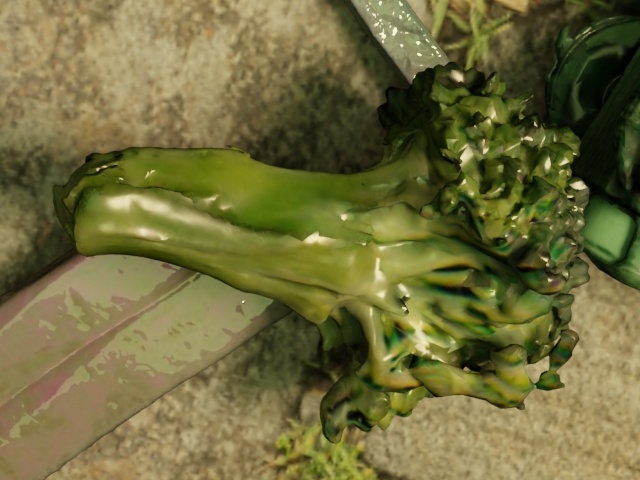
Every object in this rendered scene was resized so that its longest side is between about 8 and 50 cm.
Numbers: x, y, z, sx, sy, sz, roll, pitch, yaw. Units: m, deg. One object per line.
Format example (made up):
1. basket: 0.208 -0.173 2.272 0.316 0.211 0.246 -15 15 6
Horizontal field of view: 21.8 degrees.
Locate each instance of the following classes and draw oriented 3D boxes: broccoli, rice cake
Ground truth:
1. broccoli: 0.005 0.013 0.891 0.275 0.177 0.198 -9 134 -4
2. rice cake: 0.032 -0.136 0.942 0.030 0.042 0.180 -36 103 -1
3. rice cake: -0.150 0.070 0.956 0.298 0.050 0.106 -36 103 1

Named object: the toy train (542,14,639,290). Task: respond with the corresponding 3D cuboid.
1. toy train: 0.266 -0.097 0.923 0.238 0.167 0.299 24 98 -20
